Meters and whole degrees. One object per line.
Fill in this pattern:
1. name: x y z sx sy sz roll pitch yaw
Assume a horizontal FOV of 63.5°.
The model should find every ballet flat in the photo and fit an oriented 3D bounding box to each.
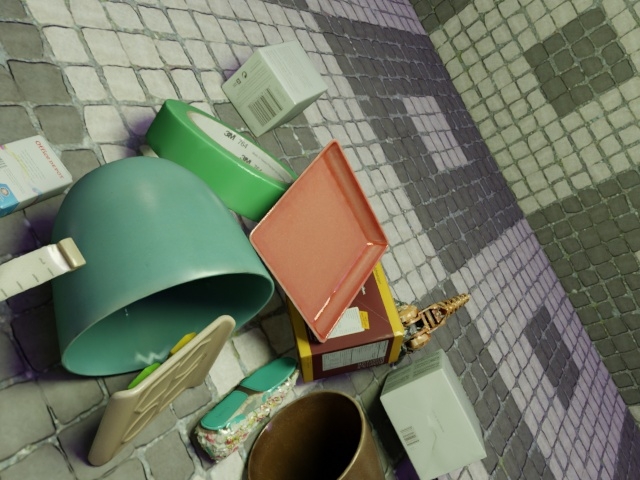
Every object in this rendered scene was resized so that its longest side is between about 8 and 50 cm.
1. ballet flat: -0.120 0.288 0.897 0.241 0.091 0.077 -28 119 -49

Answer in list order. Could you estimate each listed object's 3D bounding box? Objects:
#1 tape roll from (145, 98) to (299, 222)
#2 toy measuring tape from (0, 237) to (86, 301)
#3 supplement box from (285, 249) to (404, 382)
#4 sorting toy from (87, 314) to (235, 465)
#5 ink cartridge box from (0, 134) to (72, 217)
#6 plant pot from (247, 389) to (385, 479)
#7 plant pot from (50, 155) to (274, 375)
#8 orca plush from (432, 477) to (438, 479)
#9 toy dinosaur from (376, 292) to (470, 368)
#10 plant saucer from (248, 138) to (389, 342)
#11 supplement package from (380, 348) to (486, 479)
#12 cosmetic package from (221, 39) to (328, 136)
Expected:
1. tape roll: -0.167 -0.145 0.982 0.321 0.077 0.321 35 13 -9
2. toy measuring tape: -0.428 0.093 0.576 0.330 0.121 0.122 -30 90 -24
3. supplement box: 0.039 0.146 1.013 0.193 0.129 0.192 -11 55 -7
4. sorting toy: -0.226 0.205 0.733 0.038 0.193 0.208 41 37 12
5. ink cartridge box: -0.453 -0.095 0.771 0.089 0.052 0.122 56 38 -6
6. plant pot: 0.027 0.418 0.886 0.231 0.215 0.215 60 35 -24
7. plant pot: -0.246 0.023 0.756 0.292 0.293 0.235 0 56 -49
8. orca plush: 0.150 0.521 1.027 0.102 0.151 0.287 39 33 25
9. toy dinosaur: 0.187 0.208 1.162 0.321 0.218 0.165 -3 82 -6
10. plant saucer: 0.000 0.000 0.912 0.258 0.047 0.259 -52 127 -30
11. supplement package: 0.245 0.372 1.135 0.194 0.149 0.203 64 12 6
12. cosmetic package: -0.108 -0.375 1.270 0.152 0.151 0.183 55 37 -7
